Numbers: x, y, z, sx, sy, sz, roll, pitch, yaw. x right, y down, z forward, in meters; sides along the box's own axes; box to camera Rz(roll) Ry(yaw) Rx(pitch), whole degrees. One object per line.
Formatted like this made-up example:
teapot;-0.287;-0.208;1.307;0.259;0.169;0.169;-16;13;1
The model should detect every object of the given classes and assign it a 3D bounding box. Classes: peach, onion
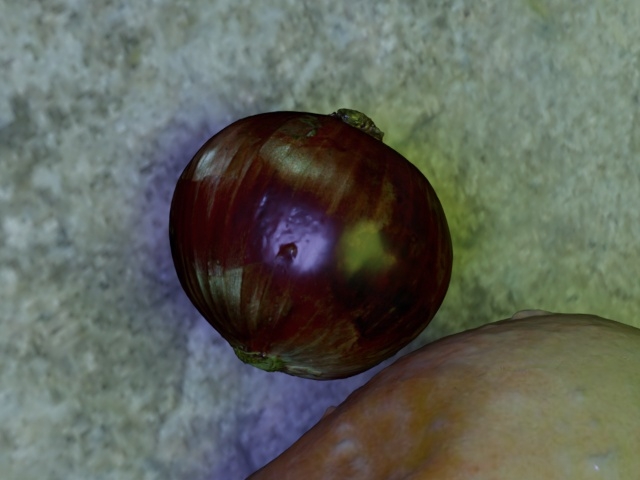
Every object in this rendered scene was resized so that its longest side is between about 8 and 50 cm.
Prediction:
peach;0.070;0.131;0.730;0.232;0.232;0.232;-3;94;-39
onion;0.000;0.000;0.707;0.117;0.118;0.118;18;81;-34
